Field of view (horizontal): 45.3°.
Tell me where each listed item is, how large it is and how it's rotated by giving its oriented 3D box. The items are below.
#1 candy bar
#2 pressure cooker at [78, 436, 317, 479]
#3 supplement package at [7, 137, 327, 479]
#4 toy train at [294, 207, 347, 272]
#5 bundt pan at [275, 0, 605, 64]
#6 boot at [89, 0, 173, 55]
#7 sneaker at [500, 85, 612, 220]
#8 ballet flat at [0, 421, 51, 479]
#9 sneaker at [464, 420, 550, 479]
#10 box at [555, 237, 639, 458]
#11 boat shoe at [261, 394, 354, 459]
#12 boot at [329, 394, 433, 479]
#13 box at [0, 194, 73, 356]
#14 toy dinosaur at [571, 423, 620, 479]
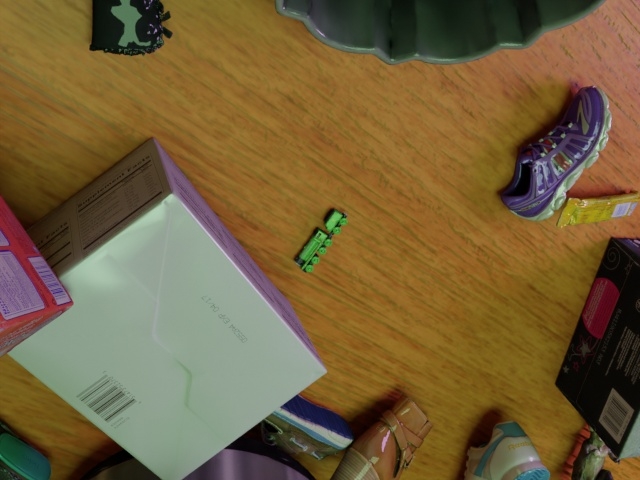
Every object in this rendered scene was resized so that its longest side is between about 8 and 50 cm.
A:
[{"bbox_3d":[0.342,-0.039,0.934,0.161,0.018,0.040,-8,126,-40],"label":"candy bar"},{"bbox_3d":[-0.130,0.462,0.802,0.375,0.420,0.370,-35,121,13],"label":"pressure cooker"},{"bbox_3d":[-0.159,0.075,0.763,0.204,0.145,0.262,-36,123,1],"label":"supplement package"},{"bbox_3d":[0.000,0.000,0.859,0.023,0.017,0.083,31,104,-21],"label":"toy train"},{"bbox_3d":[0.100,-0.289,0.605,0.330,0.124,0.331,-2,155,-1],"label":"bundt pan"},{"bbox_3d":[-0.190,-0.210,0.656,0.121,0.045,0.099,-7,123,-18],"label":"boot"},{"bbox_3d":[0.266,-0.100,0.874,0.071,0.068,0.170,19,110,-22],"label":"sneaker"},{"bbox_3d":[-0.369,0.215,0.816,0.070,0.070,0.188,-31,120,-2],"label":"ballet flat"},{"bbox_3d":[0.247,0.349,1.108,0.087,0.092,0.229,2,136,-24],"label":"sneaker"},{"bbox_3d":[0.447,0.142,1.015,0.142,0.163,0.248,1,118,-19],"label":"box"},{"bbox_3d":[-0.037,0.229,0.942,0.183,0.066,0.066,36,103,-32],"label":"boat shoe"},{"bbox_3d":[0.098,0.302,1.035,0.152,0.073,0.197,-48,147,-15],"label":"boot"},{"bbox_3d":[-0.339,-0.029,0.556,0.142,0.154,0.300,-34,92,0],"label":"box"},{"bbox_3d":[0.408,0.377,1.160,0.063,0.118,0.268,5,115,-12],"label":"toy dinosaur"}]
